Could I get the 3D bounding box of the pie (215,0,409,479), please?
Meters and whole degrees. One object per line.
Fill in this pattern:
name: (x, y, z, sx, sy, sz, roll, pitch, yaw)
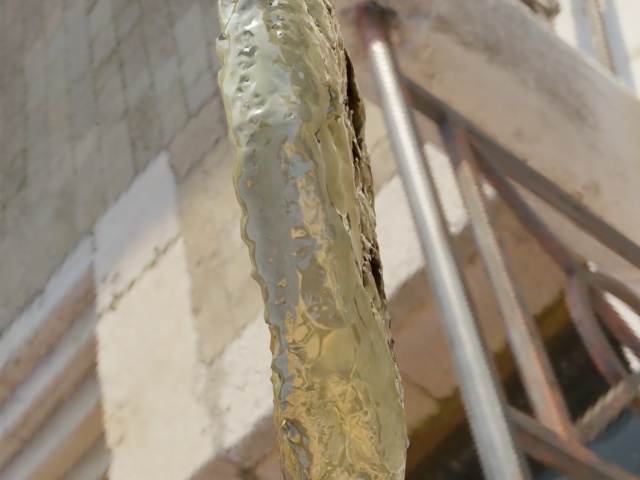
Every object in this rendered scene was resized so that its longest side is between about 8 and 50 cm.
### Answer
pie: (-0.001, 0.000, 0.788, 0.077, 0.339, 0.339, -5, 48, 2)
